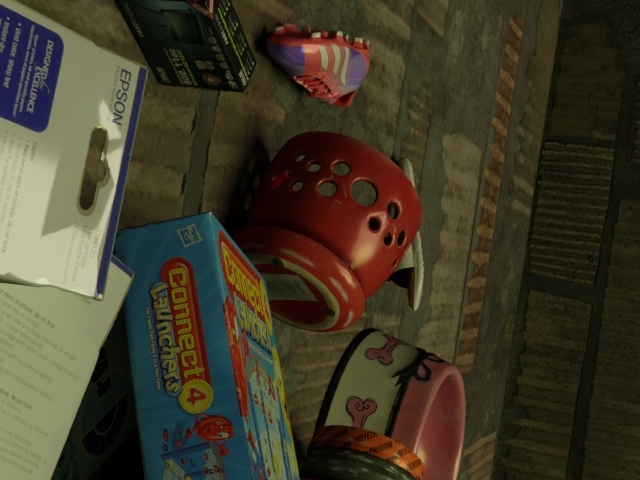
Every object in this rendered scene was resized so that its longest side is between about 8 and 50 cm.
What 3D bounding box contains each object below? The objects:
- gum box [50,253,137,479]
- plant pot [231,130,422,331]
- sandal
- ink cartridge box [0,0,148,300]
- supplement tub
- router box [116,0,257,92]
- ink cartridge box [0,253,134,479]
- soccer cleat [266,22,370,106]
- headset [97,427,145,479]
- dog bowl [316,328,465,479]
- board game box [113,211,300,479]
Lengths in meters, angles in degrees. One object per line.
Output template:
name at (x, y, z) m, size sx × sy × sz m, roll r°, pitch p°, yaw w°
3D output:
gum box at (-0.209, 0.122, 0.953) m, size 0.184 × 0.041 × 0.157 m, roll -47°, pitch 140°, yaw -55°
plant pot at (0.000, 0.000, 1.255) m, size 0.174 × 0.191 × 0.191 m, roll -61°, pitch 152°, yaw -31°
sandal at (0.116, -0.008, 1.732) m, size 0.102 × 0.076 × 0.265 m, roll 90°, pitch -4°, yaw -62°
ink cartridge box at (-0.246, -0.079, 0.593) m, size 0.332 × 0.065 × 0.165 m, roll 24°, pitch 70°, yaw -48°
supplement tub at (0.015, 0.428, 1.429) m, size 0.207 × 0.207 × 0.338 m, roll 69°, pitch 36°, yaw -53°
router box at (-0.120, -0.189, 0.993) m, size 0.122 × 0.092 × 0.038 m, roll 67°, pitch 37°, yaw -53°
ink cartridge box at (-0.272, 0.090, 0.698) m, size 0.303 × 0.072 × 0.307 m, roll 50°, pitch 49°, yaw -52°
soccer cleat at (0.001, -0.209, 1.330) m, size 0.248 × 0.083 × 0.095 m, roll -20°, pitch 121°, yaw -70°
headset at (-0.206, 0.337, 0.976) m, size 0.394 × 0.185 × 0.243 m, roll -76°, pitch 168°, yaw -61°
dog bowl at (0.119, 0.354, 1.758) m, size 0.408 × 0.150 × 0.408 m, roll 8°, pitch 90°, yaw -70°
board game box at (-0.087, 0.160, 0.988) m, size 0.308 × 0.086 × 0.302 m, roll 66°, pitch 14°, yaw -76°
